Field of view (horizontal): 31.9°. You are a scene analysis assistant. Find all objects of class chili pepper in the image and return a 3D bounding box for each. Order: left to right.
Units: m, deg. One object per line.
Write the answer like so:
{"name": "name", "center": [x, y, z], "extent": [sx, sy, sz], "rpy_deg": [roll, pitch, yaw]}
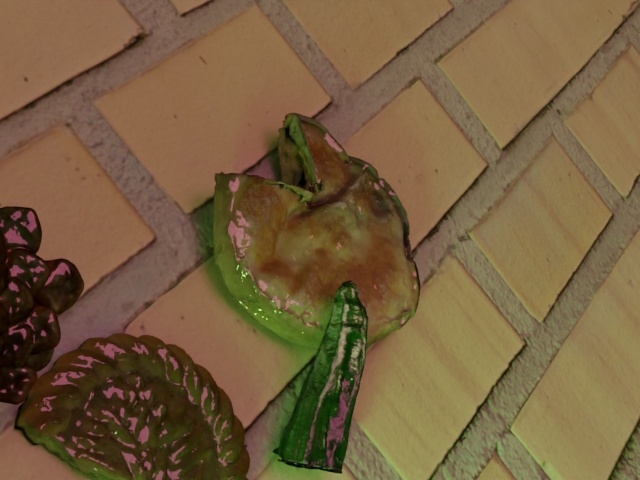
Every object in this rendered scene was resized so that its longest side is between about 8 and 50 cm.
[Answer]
{"name": "chili pepper", "center": [0.009, 0.153, 1.297], "extent": [0.088, 0.059, 0.226], "rpy_deg": [20, 74, -29]}

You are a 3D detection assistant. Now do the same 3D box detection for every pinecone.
{"name": "pinecone", "center": [-0.343, 0.052, 1.003], "extent": [0.229, 0.201, 0.202], "rpy_deg": [41, 51, -11]}

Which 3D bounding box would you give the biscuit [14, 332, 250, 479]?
{"name": "biscuit", "center": [-0.173, 0.191, 1.184], "extent": [0.274, 0.036, 0.187], "rpy_deg": [34, 49, -21]}

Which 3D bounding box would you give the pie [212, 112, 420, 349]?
{"name": "pie", "center": [0.000, 0.000, 1.416], "extent": [0.338, 0.075, 0.337], "rpy_deg": [21, 56, -36]}
